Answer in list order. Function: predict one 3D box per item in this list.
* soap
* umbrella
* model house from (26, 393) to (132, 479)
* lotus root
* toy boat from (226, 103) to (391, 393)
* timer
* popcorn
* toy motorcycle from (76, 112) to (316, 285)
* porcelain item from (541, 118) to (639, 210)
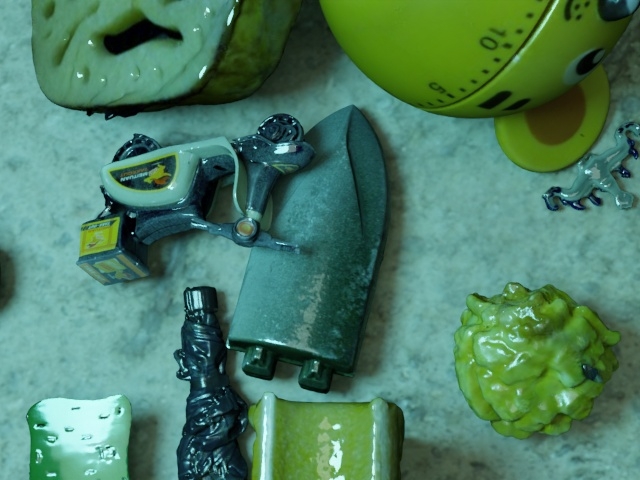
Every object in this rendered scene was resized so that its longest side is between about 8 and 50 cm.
[{"bbox_3d":[0.001,0.320,1.277,0.156,0.293,0.335,3,72,1],"label":"soap"},{"bbox_3d":[-0.119,0.159,1.439,0.080,0.071,0.224,-4,80,-3],"label":"umbrella"},{"bbox_3d":[-0.246,0.249,1.425,0.117,0.088,0.167,-5,83,3],"label":"model house"},{"bbox_3d":[-0.183,-0.294,1.424,0.375,0.111,0.390,-49,60,21],"label":"lotus root"},{"bbox_3d":[0.000,0.000,1.449,0.141,0.092,0.319,13,76,6],"label":"toy boat"},{"bbox_3d":[0.197,-0.281,1.368,0.387,0.376,0.376,19,82,-27],"label":"timer"},{"bbox_3d":[0.225,0.122,1.386,0.174,0.142,0.173,-1,82,9],"label":"popcorn"},{"bbox_3d":[-0.126,-0.047,1.423,0.263,0.091,0.157,-12,60,21],"label":"toy motorcycle"},{"bbox_3d":[0.315,-0.064,1.469,0.136,0.021,0.075,-41,81,-3],"label":"porcelain item"}]
